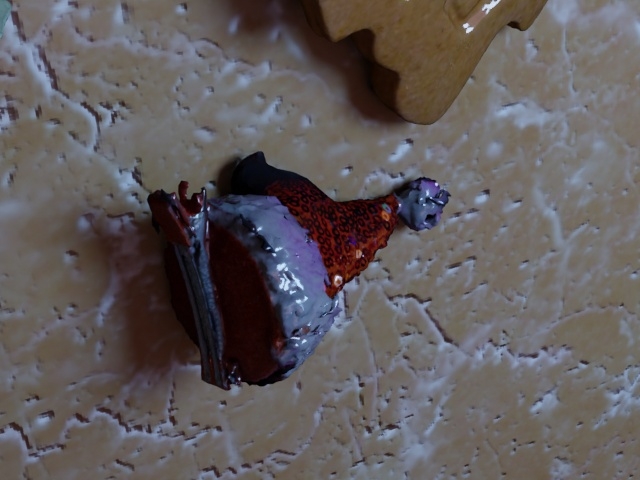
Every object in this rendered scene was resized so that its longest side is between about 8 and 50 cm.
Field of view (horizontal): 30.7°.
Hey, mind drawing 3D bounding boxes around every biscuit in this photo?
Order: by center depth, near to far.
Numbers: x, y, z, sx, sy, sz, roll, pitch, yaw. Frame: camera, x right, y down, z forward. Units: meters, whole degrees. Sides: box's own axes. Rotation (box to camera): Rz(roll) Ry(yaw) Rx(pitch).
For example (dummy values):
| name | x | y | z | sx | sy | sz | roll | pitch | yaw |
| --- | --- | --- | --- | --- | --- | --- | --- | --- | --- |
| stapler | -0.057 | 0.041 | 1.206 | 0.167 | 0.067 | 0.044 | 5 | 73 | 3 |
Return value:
| name | x | y | z | sx | sy | sz | roll | pitch | yaw |
| --- | --- | --- | --- | --- | --- | --- | --- | --- | --- |
| biscuit | 0.113 | -0.223 | 0.720 | 0.306 | 0.043 | 0.284 | -36 | 139 | -17 |

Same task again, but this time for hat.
| name | x | y | z | sx | sy | sz | roll | pitch | yaw |
| --- | --- | --- | --- | --- | --- | --- | --- | --- | --- |
| hat | -0.003 | -0.003 | 0.764 | 0.227 | 0.129 | 0.140 | -28 | 98 | -37 |

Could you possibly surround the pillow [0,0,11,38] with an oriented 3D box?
| name | x | y | z | sx | sy | sz | roll | pitch | yaw |
| --- | --- | --- | --- | --- | --- | --- | --- | --- | --- |
| pillow | -0.273 | -0.085 | 0.462 | 0.280 | 0.274 | 0.076 | 28 | 130 | -25 |
